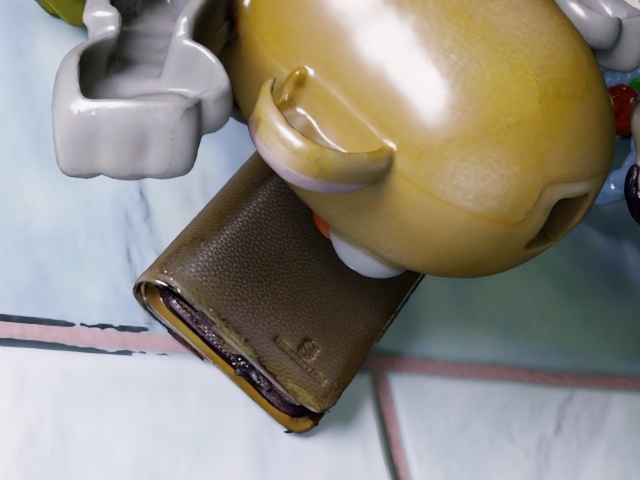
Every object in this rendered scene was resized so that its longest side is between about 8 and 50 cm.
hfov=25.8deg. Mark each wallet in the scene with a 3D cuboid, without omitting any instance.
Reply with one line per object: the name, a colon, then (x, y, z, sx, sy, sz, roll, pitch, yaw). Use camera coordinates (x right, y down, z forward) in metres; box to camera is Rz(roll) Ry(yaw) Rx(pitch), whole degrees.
wallet: (0.000, 0.000, 0.693, 0.110, 0.031, 0.198, 43, 44, -4)

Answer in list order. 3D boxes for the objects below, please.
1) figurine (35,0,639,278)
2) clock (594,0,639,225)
figurine: (0.010, -0.097, 0.630, 0.342, 0.167, 0.285, -34, 57, -27)
clock: (0.202, -0.096, 0.790, 0.100, 0.194, 0.196, -2, 100, -51)
